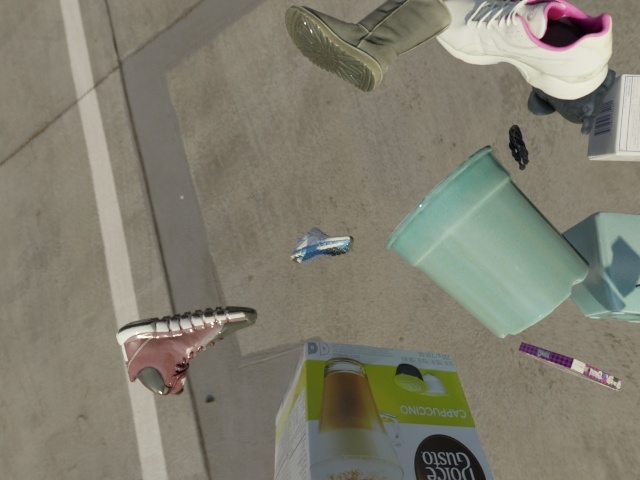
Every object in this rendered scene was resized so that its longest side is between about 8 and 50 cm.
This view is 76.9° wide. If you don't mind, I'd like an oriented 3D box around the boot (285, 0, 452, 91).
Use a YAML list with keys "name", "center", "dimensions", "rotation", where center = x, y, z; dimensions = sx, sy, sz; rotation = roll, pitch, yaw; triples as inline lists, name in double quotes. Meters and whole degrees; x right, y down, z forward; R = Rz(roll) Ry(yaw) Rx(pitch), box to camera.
- name: "boot"
  center: [0.077, -0.336, 0.616]
  dimensions: [0.190, 0.076, 0.208]
  rotation: [39, 72, 3]

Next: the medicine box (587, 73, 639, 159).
- name: "medicine box"
  center: [1.119, -0.413, 1.391]
  dimensions: [0.289, 0.149, 0.263]
  rotation: [2, 94, -1]

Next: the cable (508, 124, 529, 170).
- name: "cable"
  center: [0.760, -0.370, 1.559]
  dimensions: [0.047, 0.150, 0.184]
  rotation: [-15, 67, 22]

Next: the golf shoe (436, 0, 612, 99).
- name: "golf shoe"
  center: [0.314, -0.345, 0.646]
  dimensions: [0.306, 0.140, 0.115]
  rotation: [34, 90, 24]

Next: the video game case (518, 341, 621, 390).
- name: "video game case"
  center: [0.848, 0.428, 1.386]
  dimensions: [0.210, 0.232, 0.041]
  rotation: [24, 84, -12]

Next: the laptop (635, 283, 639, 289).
- name: "laptop"
  center: [0.616, 0.217, 0.460]
  dimensions: [0.382, 0.408, 0.236]
  rotation: [33, 141, 16]

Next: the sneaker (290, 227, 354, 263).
- name: "sneaker"
  center: [0.000, 0.000, 1.025]
  dimensions: [0.191, 0.071, 0.083]
  rotation: [-13, 61, 35]

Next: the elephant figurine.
- name: "elephant figurine"
  center: [0.671, -0.433, 1.145]
  dimensions: [0.239, 0.186, 0.169]
  rotation: [24, 122, 14]

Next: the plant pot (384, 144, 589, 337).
- name: "plant pot"
  center: [0.388, 0.018, 0.939]
  dimensions: [0.341, 0.341, 0.334]
  rotation: [-46, 77, 13]

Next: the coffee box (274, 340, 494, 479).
- name: "coffee box"
  center: [0.097, 0.452, 0.826]
  dimensions: [0.334, 0.338, 0.338]
  rotation: [-95, 19, -46]

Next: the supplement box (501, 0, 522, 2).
- name: "supplement box"
  center: [0.412, -0.550, 0.946]
  dimensions: [0.081, 0.104, 0.188]
  rotation: [44, 96, -9]

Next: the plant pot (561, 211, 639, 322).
- name: "plant pot"
  center: [0.826, 0.088, 1.101]
  dimensions: [0.248, 0.247, 0.252]
  rotation: [5, 73, 6]

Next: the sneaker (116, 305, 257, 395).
- name: "sneaker"
  center: [-0.266, 0.232, 0.845]
  dimensions: [0.281, 0.106, 0.162]
  rotation: [-8, 88, -8]
